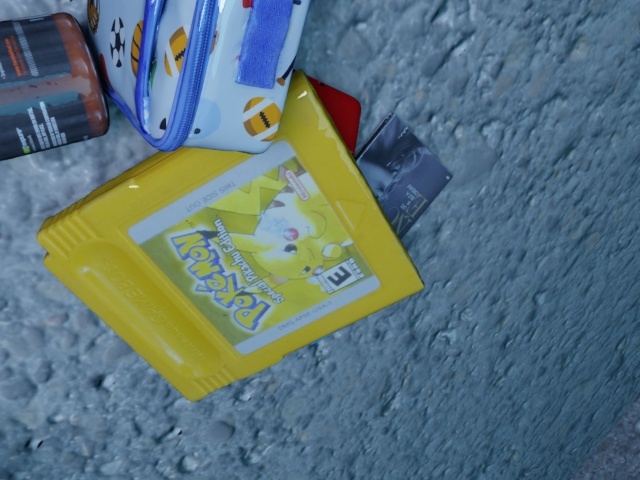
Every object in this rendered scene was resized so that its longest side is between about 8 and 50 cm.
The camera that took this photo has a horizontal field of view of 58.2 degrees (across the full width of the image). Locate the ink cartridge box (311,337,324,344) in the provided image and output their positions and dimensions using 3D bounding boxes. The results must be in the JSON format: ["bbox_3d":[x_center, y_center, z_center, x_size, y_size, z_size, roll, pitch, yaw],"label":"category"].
[{"bbox_3d":[0.000,0.000,0.713,0.134,0.078,0.231,-26,123,-11],"label":"ink cartridge box"}]

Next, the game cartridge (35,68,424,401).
[{"bbox_3d":[-0.087,0.022,0.616,0.323,0.053,0.285,-29,122,9],"label":"game cartridge"}]

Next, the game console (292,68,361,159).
[{"bbox_3d":[-0.039,-0.110,0.620,0.143,0.085,0.124,20,120,-19],"label":"game console"}]

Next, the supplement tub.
[{"bbox_3d":[-0.278,-0.111,0.451,0.197,0.106,0.106,-20,129,-23],"label":"supplement tub"}]

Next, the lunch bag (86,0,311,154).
[{"bbox_3d":[-0.082,-0.225,0.412,0.114,0.243,0.304,-2,121,-34],"label":"lunch bag"}]

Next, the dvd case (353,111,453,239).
[{"bbox_3d":[0.073,-0.044,0.797,0.221,0.018,0.164,-51,133,6],"label":"dvd case"}]
